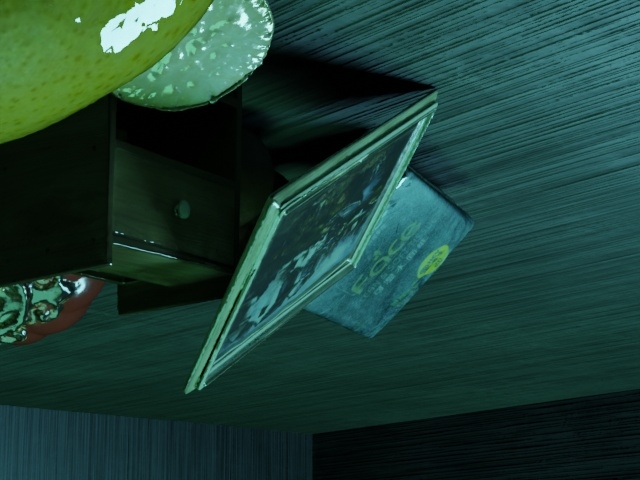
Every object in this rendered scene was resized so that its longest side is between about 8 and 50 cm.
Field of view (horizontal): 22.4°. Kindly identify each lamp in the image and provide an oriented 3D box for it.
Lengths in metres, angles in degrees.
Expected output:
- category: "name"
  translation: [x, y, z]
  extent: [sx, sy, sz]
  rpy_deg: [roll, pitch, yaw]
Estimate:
- category: "lamp"
  translation: [-0.329, 0.000, 1.672]
  extent: [0.227, 0.227, 0.227]
  rpy_deg: [0, 167, 0]

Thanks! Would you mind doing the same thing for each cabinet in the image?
- category: "cabinet"
  translation: [-0.170, -0.059, 1.371]
  extent: [0.148, 0.215, 0.175]
  rpy_deg: [-9, 164, 34]

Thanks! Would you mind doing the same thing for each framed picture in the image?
- category: "framed picture"
  translation: [0.000, 0.000, 1.443]
  extent: [0.296, 0.019, 0.232]
  rpy_deg: [-36, 157, -51]

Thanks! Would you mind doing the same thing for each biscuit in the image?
- category: "biscuit"
  translation: [-0.106, -0.155, 1.249]
  extent: [0.152, 0.020, 0.152]
  rpy_deg: [-14, 142, -12]

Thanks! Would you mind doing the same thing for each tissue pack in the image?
- category: "tissue pack"
  translation: [0.049, 0.000, 1.724]
  extent: [0.081, 0.185, 0.257]
  rpy_deg: [43, -174, 24]

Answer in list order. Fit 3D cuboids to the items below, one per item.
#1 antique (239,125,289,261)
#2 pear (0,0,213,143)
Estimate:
- category: "antique"
  translation: [-0.101, -0.047, 1.650]
  extent: [0.143, 0.121, 0.257]
  rpy_deg: [-13, 157, 13]
- category: "pear"
  translation: [-0.198, -0.181, 0.728]
  extent: [0.314, 0.314, 0.314]
  rpy_deg: [0, 167, 0]
